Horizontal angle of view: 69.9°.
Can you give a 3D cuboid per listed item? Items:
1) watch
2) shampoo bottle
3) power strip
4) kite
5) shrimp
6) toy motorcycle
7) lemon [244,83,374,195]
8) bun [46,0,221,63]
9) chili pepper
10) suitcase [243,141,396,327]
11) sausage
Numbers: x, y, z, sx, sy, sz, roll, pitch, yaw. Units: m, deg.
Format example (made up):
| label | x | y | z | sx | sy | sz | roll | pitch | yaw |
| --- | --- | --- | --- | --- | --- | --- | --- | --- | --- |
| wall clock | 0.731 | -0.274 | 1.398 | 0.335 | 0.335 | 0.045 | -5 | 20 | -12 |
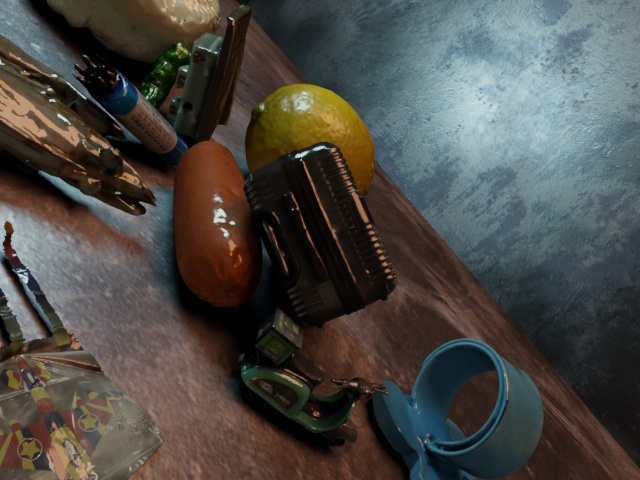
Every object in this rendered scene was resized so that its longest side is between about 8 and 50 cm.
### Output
| label | x | y | z | sx | sy | sz | roll | pitch | yaw |
| --- | --- | --- | --- | --- | --- | --- | --- | --- | --- |
| watch | 0.204 | 0.248 | 0.638 | 0.211 | 0.193 | 0.211 | 39 | 19 | -16 |
| shampoo bottle | -0.258 | -0.177 | 0.635 | 0.087 | 0.050 | 0.183 | 42 | -6 | 30 |
| power strip | -0.192 | -0.270 | 0.778 | 0.092 | 0.257 | 0.251 | 20 | 27 | -8 |
| kite | -0.218 | 0.084 | 0.337 | 0.245 | 0.015 | 0.141 | 55 | 19 | 13 |
| shrimp | -0.326 | -0.158 | 0.518 | 0.360 | 0.085 | 0.247 | 40 | 13 | -9 |
| toy motorcycle | -0.011 | 0.160 | 0.498 | 0.173 | 0.100 | 0.058 | 41 | 20 | -13 |
| lemon | -0.015 | -0.173 | 0.938 | 0.320 | 0.245 | 0.245 | 36 | 22 | -35 |
| bun | -0.367 | -0.482 | 0.870 | 0.359 | 0.211 | 0.360 | 40 | 31 | -31 |
| chili pepper | -0.278 | -0.261 | 0.775 | 0.050 | 0.073 | 0.182 | 36 | 57 | -27 |
| suitcase | 0.000 | 0.000 | 0.622 | 0.312 | 0.128 | 0.202 | 81 | -15 | -85 |
| sausage | -0.134 | -0.024 | 0.588 | 0.113 | 0.113 | 0.259 | 32 | 23 | -36 |
